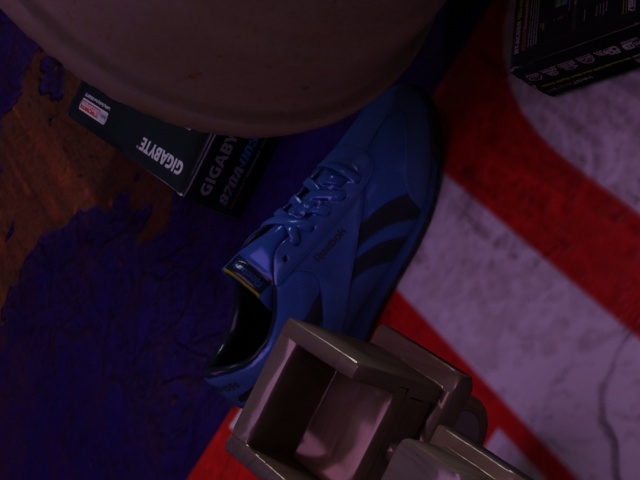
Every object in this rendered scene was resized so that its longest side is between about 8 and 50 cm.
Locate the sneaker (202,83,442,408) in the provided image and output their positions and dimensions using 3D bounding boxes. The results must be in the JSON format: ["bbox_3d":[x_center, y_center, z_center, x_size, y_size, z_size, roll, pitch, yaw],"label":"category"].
[{"bbox_3d":[0.000,0.000,0.738,0.069,0.082,0.209,23,88,56],"label":"sneaker"}]

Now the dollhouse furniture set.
[{"bbox_3d":[0.088,0.239,0.457,0.355,0.174,0.303,29,95,45],"label":"dollhouse furniture set"}]

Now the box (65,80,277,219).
[{"bbox_3d":[-0.089,-0.132,0.943,0.220,0.051,0.175,34,98,53],"label":"box"}]

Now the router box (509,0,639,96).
[{"bbox_3d":[0.147,-0.144,0.668,0.092,0.038,0.122,-14,60,47],"label":"router box"}]

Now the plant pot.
[{"bbox_3d":[0.015,-0.255,0.597,0.305,0.334,0.334,-27,51,52],"label":"plant pot"}]
